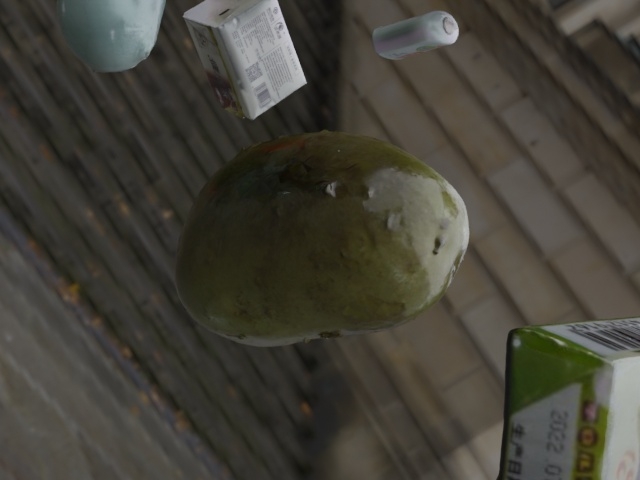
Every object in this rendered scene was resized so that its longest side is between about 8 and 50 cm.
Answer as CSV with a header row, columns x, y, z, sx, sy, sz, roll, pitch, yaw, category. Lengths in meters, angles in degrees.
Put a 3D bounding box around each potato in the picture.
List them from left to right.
x,y,z,sx,sy,sz,roll,pitch,yaw,category
0.000,0.000,1.389,0.173,0.307,0.210,51,48,-40,potato

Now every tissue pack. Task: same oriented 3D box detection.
x,y,z,sx,sy,sz,roll,pitch,yaw,category
-0.101,-0.257,1.975,0.099,0.106,0.148,27,-35,47,tissue pack

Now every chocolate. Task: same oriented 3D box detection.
x,y,z,sx,sy,sz,roll,pitch,yaw,category
0.339,0.241,1.697,0.137,0.301,0.288,11,-81,45,chocolate

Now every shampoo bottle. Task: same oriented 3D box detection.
x,y,z,sx,sy,sz,roll,pitch,yaw,category
0.123,-0.254,1.813,0.072,0.099,0.043,-5,86,-50,shampoo bottle

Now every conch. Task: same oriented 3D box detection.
x,y,z,sx,sy,sz,roll,pitch,yaw,category
-0.233,-0.270,1.607,0.221,0.121,0.185,-104,-150,-52,conch
